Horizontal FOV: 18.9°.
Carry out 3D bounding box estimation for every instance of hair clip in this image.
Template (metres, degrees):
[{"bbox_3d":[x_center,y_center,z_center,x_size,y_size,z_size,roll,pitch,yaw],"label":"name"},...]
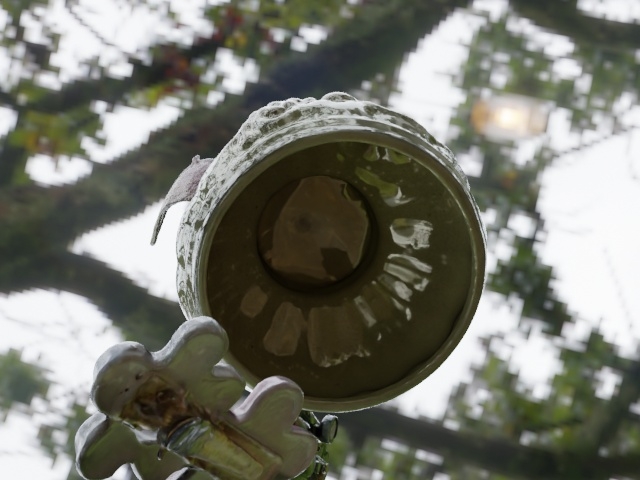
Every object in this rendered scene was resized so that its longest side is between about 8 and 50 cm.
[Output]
[{"bbox_3d":[-0.085,0.144,1.427,0.146,0.075,0.257,-54,-30,-3],"label":"hair clip"}]

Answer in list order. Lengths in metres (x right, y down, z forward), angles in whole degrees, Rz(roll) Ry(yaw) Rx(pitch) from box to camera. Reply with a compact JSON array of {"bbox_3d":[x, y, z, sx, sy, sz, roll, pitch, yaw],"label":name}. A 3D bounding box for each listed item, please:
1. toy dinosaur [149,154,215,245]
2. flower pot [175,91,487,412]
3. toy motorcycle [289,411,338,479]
[{"bbox_3d":[-0.073,-0.037,2.402,0.206,0.327,0.113,-102,-10,-48],"label":"toy dinosaur"},{"bbox_3d":[0.000,0.000,1.895,0.244,0.307,0.307,-125,40,-73],"label":"flower pot"},{"bbox_3d":[-0.046,0.259,2.019,0.275,0.124,0.187,58,-135,-64],"label":"toy motorcycle"}]
